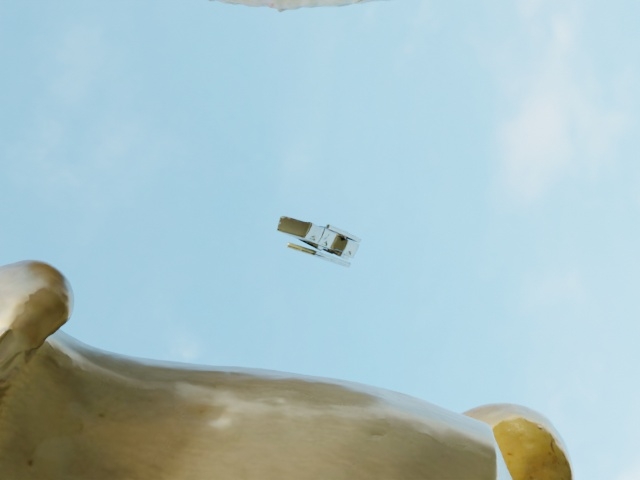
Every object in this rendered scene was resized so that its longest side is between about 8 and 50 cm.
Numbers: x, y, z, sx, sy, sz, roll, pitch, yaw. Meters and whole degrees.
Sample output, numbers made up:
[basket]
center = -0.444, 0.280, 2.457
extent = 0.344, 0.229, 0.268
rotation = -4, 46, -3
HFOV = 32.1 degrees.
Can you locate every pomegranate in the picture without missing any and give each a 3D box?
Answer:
[pomegranate]
center = 0.190, 0.273, 1.277
extent = 0.196, 0.196, 0.196
rotation = -5, -82, -36

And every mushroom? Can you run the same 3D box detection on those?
[mushroom]
center = -0.027, 0.078, 0.334
extent = 0.213, 0.088, 0.097
rotation = 25, -61, -15

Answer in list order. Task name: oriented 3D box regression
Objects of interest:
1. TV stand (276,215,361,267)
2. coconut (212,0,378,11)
[TV stand]
center = 0.000, 0.000, 1.291
extent = 0.249, 0.036, 0.042
rotation = 21, -92, -75
[coconut]
center = -0.001, -0.300, 0.595
extent = 0.405, 0.405, 0.404
rotation = -5, -82, -36
